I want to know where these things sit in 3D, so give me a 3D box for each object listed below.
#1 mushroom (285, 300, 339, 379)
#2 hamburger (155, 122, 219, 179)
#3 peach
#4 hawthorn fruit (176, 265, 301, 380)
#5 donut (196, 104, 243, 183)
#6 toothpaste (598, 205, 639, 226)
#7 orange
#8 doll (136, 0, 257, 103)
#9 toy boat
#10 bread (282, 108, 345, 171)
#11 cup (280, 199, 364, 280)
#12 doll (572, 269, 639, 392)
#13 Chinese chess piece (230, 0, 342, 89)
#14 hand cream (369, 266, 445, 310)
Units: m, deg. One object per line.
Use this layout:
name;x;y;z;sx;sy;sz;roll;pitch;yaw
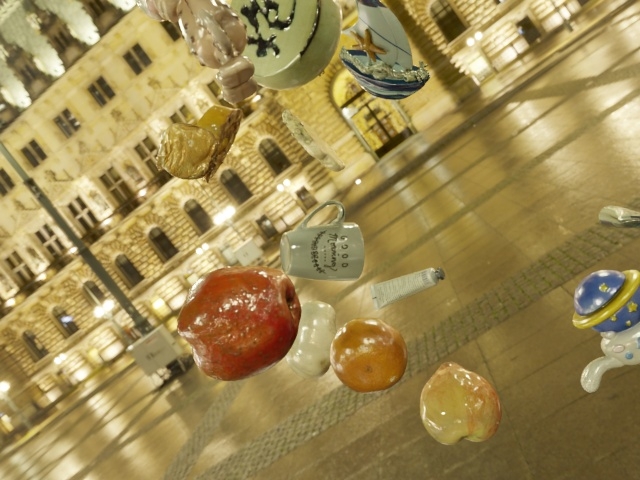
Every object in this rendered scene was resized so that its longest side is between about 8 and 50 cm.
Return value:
mushroom;0.004;0.334;1.710;0.254;0.234;0.260;-94;20;-49
hamburger;-0.329;-0.219;1.260;0.083;0.147;0.138;-151;71;-76
peach;0.380;0.445;1.410;0.232;0.232;0.232;-36;5;4
hawthorn fruit;-0.118;0.118;0.773;0.189;0.189;0.189;-36;5;4
donut;-0.365;-0.335;1.712;0.277;0.108;0.277;-63;7;14
toothpaste;0.627;-0.047;1.051;0.047;0.069;0.268;-62;-13;11
orange;0.096;0.226;1.013;0.156;0.156;0.124;-36;12;12
doll;-0.176;-0.320;0.692;0.119;0.278;0.154;-31;-17;-8
toy boat;0.115;-0.405;1.000;0.067;0.220;0.291;-53;-26;-18
bread;-0.013;-0.258;1.370;0.039;0.182;0.251;-45;43;12
cup;0.000;0.000;1.597;0.234;0.258;0.186;1;3;-19
doll;0.704;0.212;1.239;0.311;0.242;0.159;-50;7;3
Chinese chess piece;-0.110;-0.610;1.442;0.349;0.349;0.146;-34;-17;26
hand cream;0.243;0.131;1.445;0.234;0.080;0.050;-24;-25;33
